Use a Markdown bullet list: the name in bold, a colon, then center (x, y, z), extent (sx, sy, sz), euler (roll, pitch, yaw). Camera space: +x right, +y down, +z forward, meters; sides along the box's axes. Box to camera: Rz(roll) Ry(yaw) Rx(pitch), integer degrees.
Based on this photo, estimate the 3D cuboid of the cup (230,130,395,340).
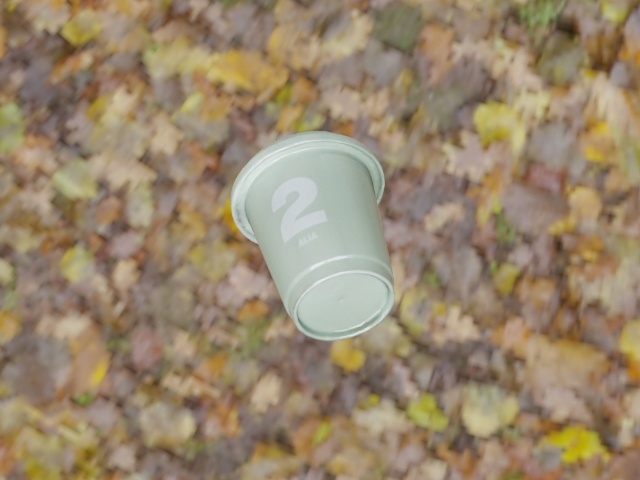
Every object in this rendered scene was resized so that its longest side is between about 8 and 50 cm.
- **cup**: center (0.000, 0.000, 1.469), extent (0.120, 0.141, 0.120), euler (-10, 142, -8)
